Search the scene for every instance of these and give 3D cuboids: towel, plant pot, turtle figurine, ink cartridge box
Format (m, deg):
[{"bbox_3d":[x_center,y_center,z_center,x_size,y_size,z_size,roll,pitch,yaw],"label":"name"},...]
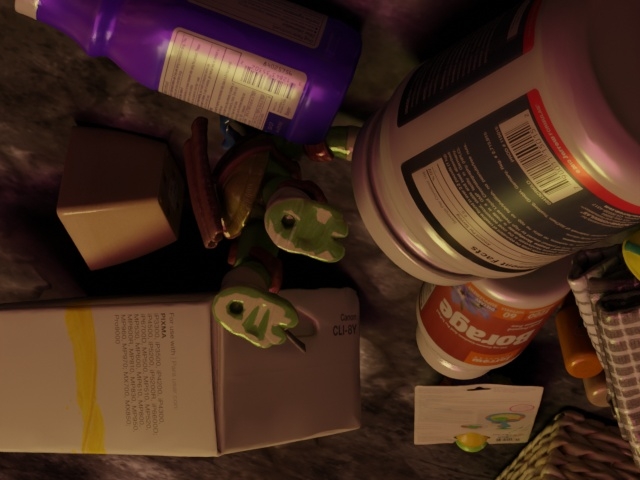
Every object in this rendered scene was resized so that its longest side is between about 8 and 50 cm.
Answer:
[{"bbox_3d":[0.376,0.083,1.345,0.283,0.121,0.235,-13,137,12],"label":"towel"},{"bbox_3d":[-0.193,-0.045,1.541,0.096,0.109,0.109,-4,145,12],"label":"plant pot"},{"bbox_3d":[0.000,0.000,1.374,0.197,0.266,0.275,-25,108,10],"label":"turtle figurine"},{"bbox_3d":[-0.185,0.137,1.654,0.384,0.160,0.279,-4,178,32],"label":"ink cartridge box"}]

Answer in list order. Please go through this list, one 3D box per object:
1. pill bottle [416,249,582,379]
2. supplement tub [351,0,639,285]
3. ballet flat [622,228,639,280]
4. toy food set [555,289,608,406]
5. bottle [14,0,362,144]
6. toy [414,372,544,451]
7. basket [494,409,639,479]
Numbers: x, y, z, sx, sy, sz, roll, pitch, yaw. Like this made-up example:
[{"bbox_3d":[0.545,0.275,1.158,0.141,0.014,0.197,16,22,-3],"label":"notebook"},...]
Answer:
[{"bbox_3d":[0.162,0.052,1.486,0.121,0.121,0.216,19,150,-2],"label":"pill bottle"},{"bbox_3d":[0.168,-0.081,1.196,0.191,0.191,0.272,32,147,-22],"label":"supplement tub"},{"bbox_3d":[0.322,0.029,1.180,0.231,0.077,0.077,15,-178,-33],"label":"ballet flat"},{"bbox_3d":[0.341,0.111,1.549,0.232,0.104,0.111,3,137,-10],"label":"toy food set"},{"bbox_3d":[-0.111,-0.173,1.291,0.282,0.092,0.118,20,149,-3],"label":"bottle"},{"bbox_3d":[0.174,0.181,1.751,0.136,0.056,0.237,-1,155,3],"label":"toy"},{"bbox_3d":[0.348,0.406,1.827,0.328,0.266,0.331,19,151,-2],"label":"basket"}]
